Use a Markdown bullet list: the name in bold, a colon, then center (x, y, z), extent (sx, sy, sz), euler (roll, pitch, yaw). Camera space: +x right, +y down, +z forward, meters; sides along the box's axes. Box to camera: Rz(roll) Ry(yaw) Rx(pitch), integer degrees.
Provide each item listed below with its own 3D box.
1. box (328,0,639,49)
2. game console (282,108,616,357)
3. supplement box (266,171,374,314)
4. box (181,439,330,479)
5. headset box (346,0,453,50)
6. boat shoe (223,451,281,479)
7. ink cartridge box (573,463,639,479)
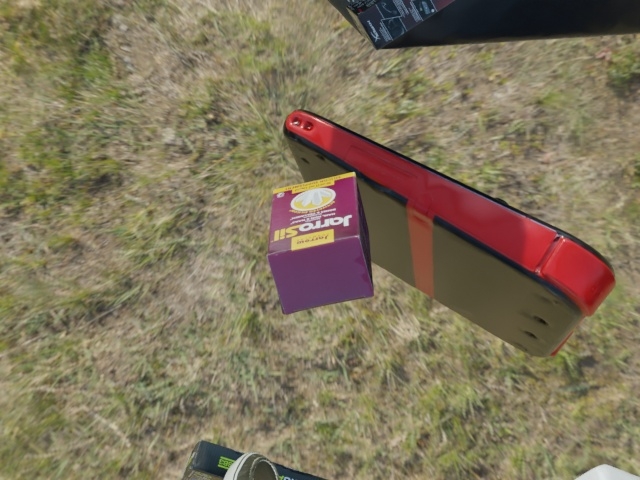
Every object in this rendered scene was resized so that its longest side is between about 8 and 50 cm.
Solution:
- **box**: center (0.179, -0.438, 0.922), extent (0.480, 0.472, 0.297), euler (-9, 133, -25)
- **game console**: center (0.134, 0.005, 0.986), extent (0.342, 0.386, 0.060), euler (32, 81, 14)
- **supplement box**: center (0.000, 0.000, 0.529), extent (0.055, 0.083, 0.043), euler (-12, 119, 6)
- **box**: center (-0.087, 0.319, 1.191), extent (0.184, 0.191, 0.045), euler (21, 68, -5)
- **headset box**: center (0.065, -0.185, 0.685), extent (0.083, 0.062, 0.032), euler (-31, 112, 5)
- **boat shoe**: center (-0.049, 0.285, 0.900), extent (0.078, 0.219, 0.070), euler (33, 110, -23)
- **ink cartridge box**: center (0.167, 0.252, 0.348), extent (0.197, 0.273, 0.114), euler (26, 127, -34)
